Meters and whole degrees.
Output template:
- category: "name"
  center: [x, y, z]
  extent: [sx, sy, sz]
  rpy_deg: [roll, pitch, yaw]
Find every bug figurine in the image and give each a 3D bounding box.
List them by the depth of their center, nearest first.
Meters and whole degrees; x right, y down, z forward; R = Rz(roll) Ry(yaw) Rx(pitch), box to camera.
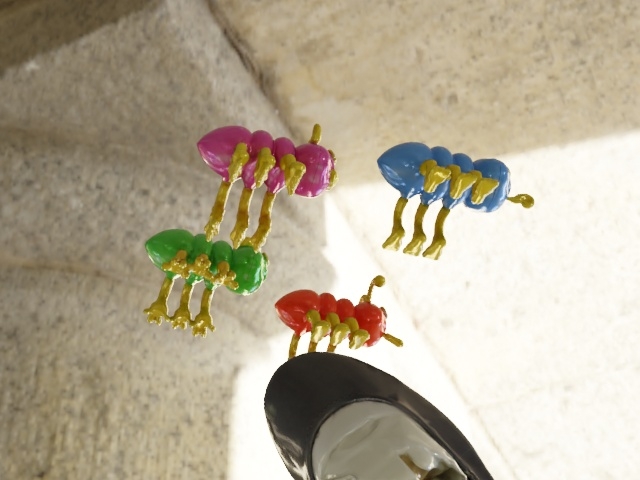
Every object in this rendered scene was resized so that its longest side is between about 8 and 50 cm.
- category: "bug figurine"
  center: [0.000, 0.000, 0.731]
  extent: [0.216, 0.072, 0.279]
  rpy_deg: [14, 143, -18]

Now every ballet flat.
- category: "ballet flat"
  center: [0.049, 0.117, 0.438]
  extent: [0.074, 0.203, 0.074]
  rpy_deg: [-38, 161, -15]
